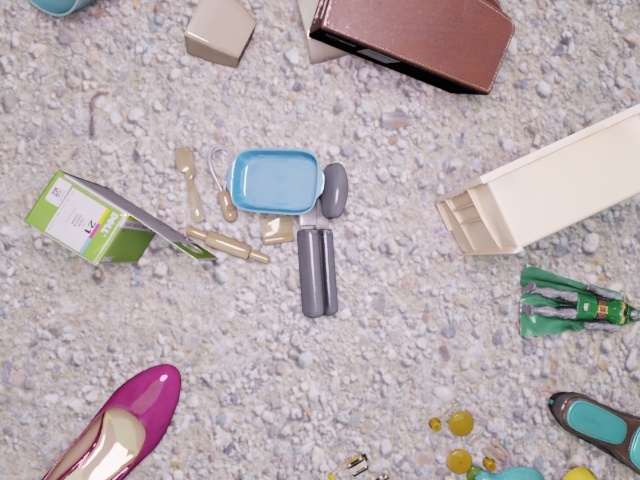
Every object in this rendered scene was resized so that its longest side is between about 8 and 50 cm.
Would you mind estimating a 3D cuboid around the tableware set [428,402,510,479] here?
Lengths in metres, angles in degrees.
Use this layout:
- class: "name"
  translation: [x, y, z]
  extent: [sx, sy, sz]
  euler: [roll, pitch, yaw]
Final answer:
- class: "tableware set"
  translation: [0.273, 0.388, 0.893]
  extent: [0.154, 0.024, 0.104]
  euler: [43, 91, -2]

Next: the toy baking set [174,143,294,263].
- class: "toy baking set"
  translation: [-0.163, -0.072, 0.884]
  extent: [0.256, 0.030, 0.197]
  euler: [17, 82, -8]

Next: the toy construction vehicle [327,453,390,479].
- class: "toy construction vehicle"
  translation: [0.074, 0.446, 0.882]
  extent: [0.098, 0.035, 0.086]
  euler: [-31, 101, 0]

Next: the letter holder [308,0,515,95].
- class: "letter holder"
  translation: [0.162, -0.398, 0.783]
  extent: [0.301, 0.152, 0.215]
  euler: [16, 105, -14]

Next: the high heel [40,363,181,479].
- class: "high heel"
  translation: [-0.378, 0.379, 0.789]
  extent: [0.127, 0.181, 0.377]
  euler: [36, 88, -1]

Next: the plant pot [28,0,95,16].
- class: "plant pot"
  translation: [-0.418, -0.556, 0.784]
  extent: [0.290, 0.290, 0.195]
  euler: [45, 52, -1]

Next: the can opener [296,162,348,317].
- class: "can opener"
  translation: [0.000, 0.000, 0.853]
  extent: [0.074, 0.093, 0.281]
  euler: [-1, 91, -42]

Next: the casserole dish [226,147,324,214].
- class: "casserole dish"
  translation: [-0.077, -0.104, 0.833]
  extent: [0.188, 0.037, 0.114]
  euler: [5, 92, 20]

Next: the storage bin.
- class: "storage bin"
  translation: [0.361, -0.084, 0.785]
  extent: [0.262, 0.260, 0.123]
  euler: [-25, 89, -2]

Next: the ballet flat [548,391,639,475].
- class: "ballet flat"
  translation: [0.548, 0.354, 0.865]
  extent: [0.280, 0.096, 0.095]
  euler: [32, 84, 0]

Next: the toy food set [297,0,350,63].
- class: "toy food set"
  translation: [0.045, -0.512, 0.878]
  extent: [0.219, 0.092, 0.306]
  euler: [-16, 98, -2]

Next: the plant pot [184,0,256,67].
- class: "plant pot"
  translation: [-0.177, -0.379, 0.854]
  extent: [0.096, 0.109, 0.109]
  euler: [27, 88, -13]

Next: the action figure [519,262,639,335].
- class: "action figure"
  translation: [0.498, 0.126, 0.888]
  extent: [0.232, 0.063, 0.137]
  euler: [8, 85, -5]

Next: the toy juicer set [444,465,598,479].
- class: "toy juicer set"
  translation: [0.351, 0.513, 0.866]
  extent: [0.328, 0.089, 0.209]
  euler: [7, 102, -10]

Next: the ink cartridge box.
- class: "ink cartridge box"
  translation: [-0.318, 0.001, 0.795]
  extent: [0.255, 0.189, 0.097]
  euler: [33, 87, -1]
